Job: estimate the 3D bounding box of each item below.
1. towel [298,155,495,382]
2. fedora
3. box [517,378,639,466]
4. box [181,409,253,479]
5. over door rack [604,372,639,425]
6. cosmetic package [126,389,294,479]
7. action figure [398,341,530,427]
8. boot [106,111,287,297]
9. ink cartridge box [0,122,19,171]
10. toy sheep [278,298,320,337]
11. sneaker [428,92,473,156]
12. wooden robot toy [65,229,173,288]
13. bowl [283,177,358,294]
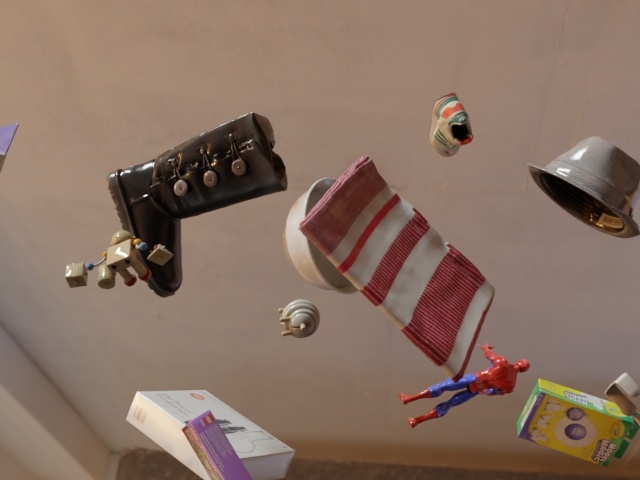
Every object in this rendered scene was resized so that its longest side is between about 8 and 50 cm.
[{"bbox_3d":[0.132,0.034,1.222,0.329,0.237,0.037,45,-51,-5],"label":"towel"},{"bbox_3d":[0.533,-0.117,1.524,0.243,0.124,0.275,35,0,39],"label":"fedora"},{"bbox_3d":[0.424,0.302,1.290,0.179,0.043,0.105,17,-61,2],"label":"box"},{"bbox_3d":[-0.216,0.537,1.821,0.057,0.293,0.201,-30,-8,-23],"label":"box"},{"bbox_3d":[0.556,0.254,1.063,0.324,0.239,0.108,54,-17,5],"label":"over door rack"},{"bbox_3d":[-0.300,0.535,2.169,0.377,0.097,0.284,25,4,33],"label":"cosmetic package"},{"bbox_3d":[0.303,0.301,1.679,0.280,0.091,0.139,-19,7,-2],"label":"action figure"},{"bbox_3d":[-0.285,-0.086,2.033,0.445,0.146,0.367,-20,-81,10],"label":"boot"},{"bbox_3d":[-0.712,-0.074,1.441,0.303,0.307,0.072,-7,-26,33],"label":"ink cartridge box"},{"bbox_3d":[-0.043,0.169,1.685,0.091,0.132,0.091,-2,-71,-5],"label":"toy sheep"},{"bbox_3d":[0.233,-0.183,1.387,0.057,0.075,0.161,-24,-30,-7],"label":"sneaker"},{"bbox_3d":[-0.316,0.023,1.253,0.173,0.079,0.076,-20,-42,8],"label":"wooden robot toy"},{"bbox_3d":[0.000,0.000,2.002,0.134,0.298,0.298,-14,-39,34],"label":"bowl"}]
